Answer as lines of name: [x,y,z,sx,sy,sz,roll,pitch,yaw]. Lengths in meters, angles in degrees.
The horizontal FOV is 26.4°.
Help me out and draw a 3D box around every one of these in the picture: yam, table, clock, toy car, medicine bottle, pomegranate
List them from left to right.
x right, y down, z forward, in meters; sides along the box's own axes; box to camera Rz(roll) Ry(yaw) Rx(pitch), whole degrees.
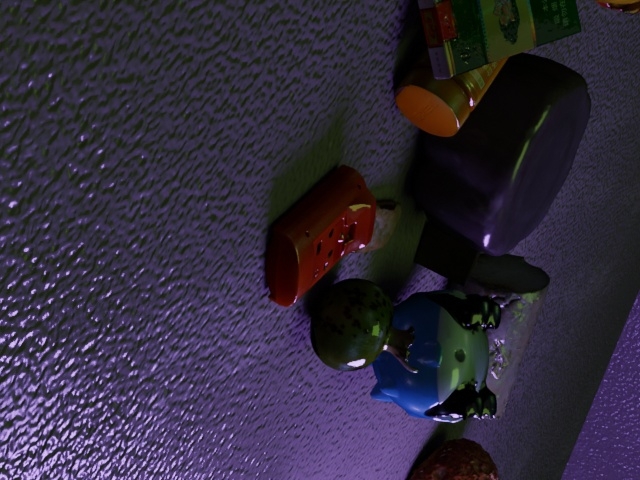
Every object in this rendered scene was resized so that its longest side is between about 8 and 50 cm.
clock: [0.000,0.000,1.592,0.155,0.061,0.113,-42,150,-39]
pomegranate: [0.058,0.114,1.730,0.122,0.161,0.122,25,90,-86]
toy car: [0.156,0.164,1.956,0.255,0.190,0.188,10,81,-72]
table: [0.199,0.008,2.021,0.082,0.083,0.070,-38,151,-60]
medicine bottle: [0.178,-0.229,1.690,0.192,0.096,0.096,-54,156,-22]
yam: [0.264,0.157,2.232,0.161,0.161,0.268,-22,134,-59]

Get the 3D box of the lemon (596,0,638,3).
lemon: [0.402,-0.420,1.856,0.231,0.192,0.192,21,94,-50]

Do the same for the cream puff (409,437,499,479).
cream puff: [0.245,0.493,2.562,0.240,0.164,0.240,-54,162,-27]

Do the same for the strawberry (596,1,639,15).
strawberry: [0.496,-0.487,2.072,0.253,0.150,0.280,3,115,-45]

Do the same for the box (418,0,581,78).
box: [0.215,-0.284,1.632,0.235,0.034,0.132,-22,106,-35]

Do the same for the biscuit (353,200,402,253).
biscuit: [0.071,-0.018,1.786,0.147,0.018,0.071,-10,125,-65]

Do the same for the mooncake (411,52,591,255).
mooncake: [0.250,-0.123,1.894,0.306,0.154,0.306,-47,152,-36]
